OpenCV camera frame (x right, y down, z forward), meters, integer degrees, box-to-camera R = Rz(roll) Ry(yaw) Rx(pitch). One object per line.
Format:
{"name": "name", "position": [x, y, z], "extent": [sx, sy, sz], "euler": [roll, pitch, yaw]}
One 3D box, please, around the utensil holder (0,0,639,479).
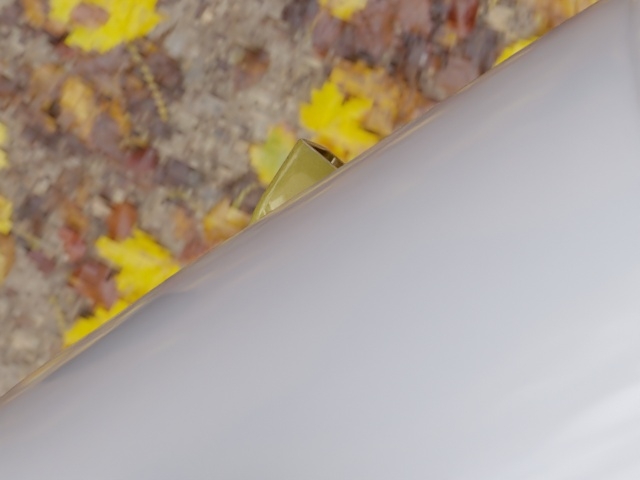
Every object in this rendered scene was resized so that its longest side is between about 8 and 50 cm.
{"name": "utensil holder", "position": [0.083, 0.106, 0.702], "extent": [0.385, 0.327, 0.327], "euler": [-30, 113, 27]}

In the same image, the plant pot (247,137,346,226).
{"name": "plant pot", "position": [0.000, 0.000, 1.026], "extent": [0.081, 0.081, 0.083], "euler": [41, 97, 9]}
